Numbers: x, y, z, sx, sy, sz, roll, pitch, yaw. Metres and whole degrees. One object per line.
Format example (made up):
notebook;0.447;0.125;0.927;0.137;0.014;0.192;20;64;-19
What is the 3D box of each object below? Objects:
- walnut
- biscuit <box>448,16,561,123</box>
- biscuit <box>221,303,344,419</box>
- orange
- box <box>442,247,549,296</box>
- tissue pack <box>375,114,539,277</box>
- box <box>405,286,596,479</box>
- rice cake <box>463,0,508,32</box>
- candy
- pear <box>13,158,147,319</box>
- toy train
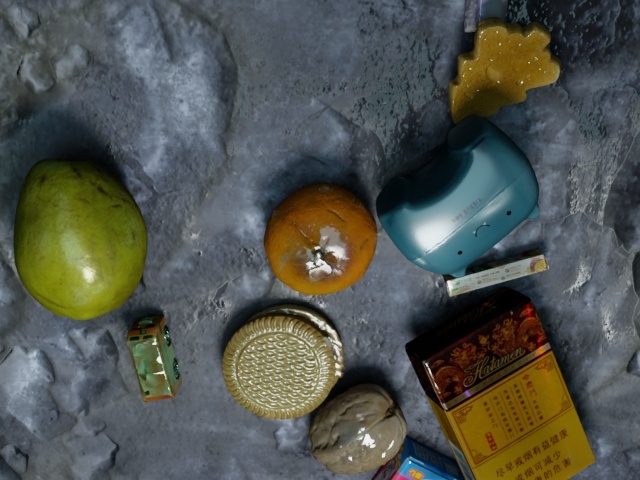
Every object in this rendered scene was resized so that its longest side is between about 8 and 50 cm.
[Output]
walnut;0.072;0.405;1.705;0.230;0.178;0.178;-33;106;23
biscuit;0.324;-0.308;1.496;0.212;0.041;0.239;21;129;-34
biscuit;-0.077;0.256;1.697;0.259;0.079;0.259;1;108;2
orange;0.000;0.000;1.563;0.224;0.170;0.224;0;110;-1
box;0.355;0.066;1.645;0.207;0.050;0.041;-16;106;5
tissue pack;0.264;-0.074;1.520;0.287;0.198;0.206;-40;108;11
box;0.373;0.333;1.663;0.264;0.116;0.415;-29;106;-8
rice cake;0.304;-0.550;1.430;0.070;0.064;0.398;-5;109;-21
candy;0.177;0.604;1.802;0.157;0.100;0.305;28;106;-10
pear;-0.457;-0.005;1.531;0.253;0.253;0.307;-5;97;2
toy train;-0.344;0.252;1.686;0.072;0.099;0.188;-10;107;3
